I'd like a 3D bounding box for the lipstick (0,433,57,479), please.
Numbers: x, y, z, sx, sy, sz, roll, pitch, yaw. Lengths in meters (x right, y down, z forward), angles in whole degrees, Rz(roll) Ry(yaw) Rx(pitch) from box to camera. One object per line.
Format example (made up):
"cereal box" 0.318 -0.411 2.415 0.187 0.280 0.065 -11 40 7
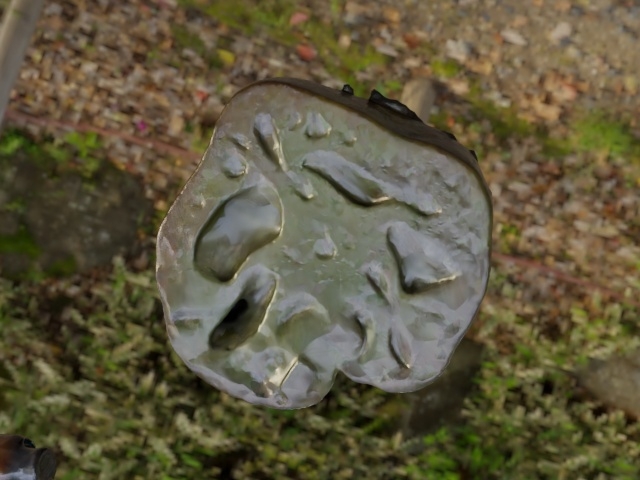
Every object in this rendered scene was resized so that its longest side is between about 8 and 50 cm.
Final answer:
"lipstick" -0.477 0.239 1.287 0.418 0.077 0.077 -2 164 19

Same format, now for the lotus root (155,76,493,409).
"lotus root" 0.000 0.000 1.314 0.390 0.375 0.111 -21 -176 13
